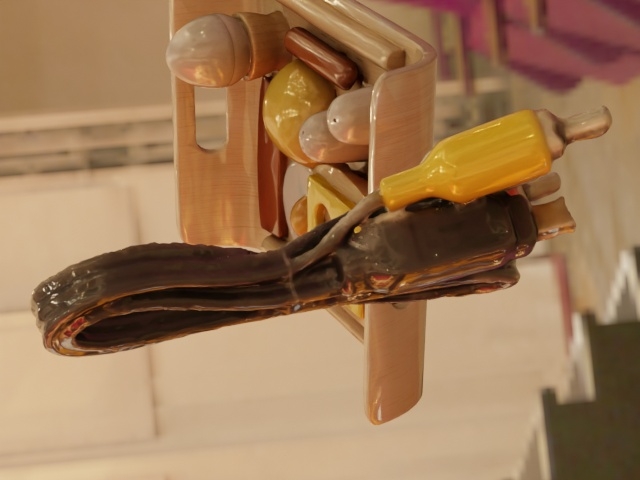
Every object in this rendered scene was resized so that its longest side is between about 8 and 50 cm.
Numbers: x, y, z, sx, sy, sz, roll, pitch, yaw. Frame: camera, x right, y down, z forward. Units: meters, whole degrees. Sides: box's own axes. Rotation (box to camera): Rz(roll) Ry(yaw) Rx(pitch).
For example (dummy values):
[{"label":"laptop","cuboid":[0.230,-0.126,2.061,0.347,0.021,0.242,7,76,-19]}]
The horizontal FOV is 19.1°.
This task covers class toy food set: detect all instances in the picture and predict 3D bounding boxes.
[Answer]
[{"label":"toy food set","cuboid":[-0.024,-0.044,1.200,0.306,0.092,0.220,-138,44,-56]}]

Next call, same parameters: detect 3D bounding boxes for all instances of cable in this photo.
[{"label":"cable","cuboid":[0.000,0.000,0.918,0.139,0.287,0.072,108,149,-69]}]
